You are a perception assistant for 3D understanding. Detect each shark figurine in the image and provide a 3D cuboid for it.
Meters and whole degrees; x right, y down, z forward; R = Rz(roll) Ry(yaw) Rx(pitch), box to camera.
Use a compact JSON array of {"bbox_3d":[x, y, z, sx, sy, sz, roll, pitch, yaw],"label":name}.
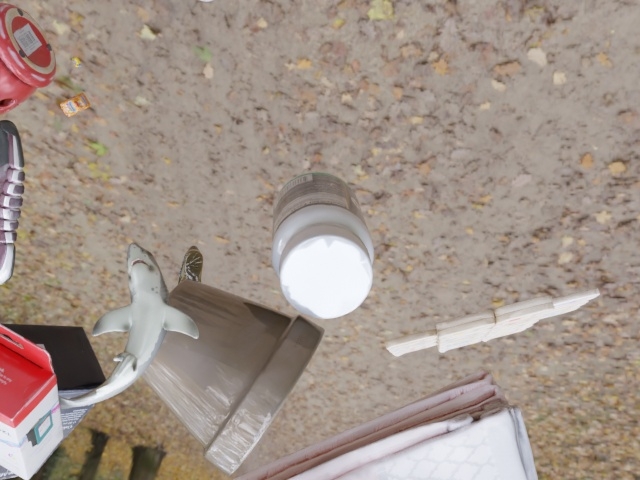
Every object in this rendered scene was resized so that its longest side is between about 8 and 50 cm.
[{"bbox_3d":[-0.285,0.165,0.918,0.166,0.278,0.116,31,172,3],"label":"shark figurine"}]

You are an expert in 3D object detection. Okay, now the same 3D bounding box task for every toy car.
[{"bbox_3d":[-0.526,-0.326,1.286,0.060,0.122,0.040,-16,-164,-26],"label":"toy car"}]

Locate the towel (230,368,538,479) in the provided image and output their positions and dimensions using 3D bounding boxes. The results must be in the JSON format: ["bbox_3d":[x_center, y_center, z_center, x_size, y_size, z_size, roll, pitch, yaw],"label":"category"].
[{"bbox_3d":[0.030,0.293,0.422,0.316,0.053,0.332,-23,107,-6],"label":"towel"}]

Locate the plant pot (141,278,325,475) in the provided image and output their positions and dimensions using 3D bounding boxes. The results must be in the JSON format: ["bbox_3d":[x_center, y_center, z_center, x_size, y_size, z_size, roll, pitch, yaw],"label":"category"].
[{"bbox_3d":[-0.193,0.226,1.154,0.280,0.323,0.323,35,150,0],"label":"plant pot"}]

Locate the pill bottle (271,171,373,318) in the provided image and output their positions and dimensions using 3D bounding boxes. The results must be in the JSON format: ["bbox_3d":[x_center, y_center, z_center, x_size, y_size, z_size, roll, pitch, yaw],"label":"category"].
[{"bbox_3d":[0.000,0.000,1.260,0.204,0.361,0.204,-1,113,-3],"label":"pill bottle"}]

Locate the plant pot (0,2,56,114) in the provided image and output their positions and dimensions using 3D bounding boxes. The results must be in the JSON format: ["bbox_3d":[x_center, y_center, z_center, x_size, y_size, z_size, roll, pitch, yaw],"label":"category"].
[{"bbox_3d":[-0.638,-0.357,1.205,0.174,0.191,0.191,-18,143,12],"label":"plant pot"}]

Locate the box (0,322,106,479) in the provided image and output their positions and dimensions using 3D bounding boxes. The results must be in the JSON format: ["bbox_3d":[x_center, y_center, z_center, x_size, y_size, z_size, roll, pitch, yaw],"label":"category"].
[{"bbox_3d":[-0.673,0.331,1.219,0.312,0.179,0.343,-47,150,17],"label":"box"}]

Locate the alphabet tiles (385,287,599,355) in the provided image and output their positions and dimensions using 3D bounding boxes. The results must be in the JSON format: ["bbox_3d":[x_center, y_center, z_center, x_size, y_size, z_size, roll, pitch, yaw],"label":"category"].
[{"bbox_3d":[0.231,0.122,0.842,0.277,0.021,0.284,-15,164,7],"label":"alphabet tiles"}]

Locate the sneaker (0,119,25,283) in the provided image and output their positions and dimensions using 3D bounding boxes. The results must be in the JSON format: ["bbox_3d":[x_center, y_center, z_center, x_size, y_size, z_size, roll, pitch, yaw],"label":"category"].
[{"bbox_3d":[-0.582,-0.062,0.989,0.162,0.282,0.106,2,-169,-38],"label":"sneaker"}]

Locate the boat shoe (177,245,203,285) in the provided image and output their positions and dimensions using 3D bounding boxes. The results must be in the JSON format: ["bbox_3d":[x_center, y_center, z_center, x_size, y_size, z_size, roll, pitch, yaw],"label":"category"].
[{"bbox_3d":[-0.296,0.083,1.396,0.056,0.049,0.152,13,114,-14],"label":"boat shoe"}]

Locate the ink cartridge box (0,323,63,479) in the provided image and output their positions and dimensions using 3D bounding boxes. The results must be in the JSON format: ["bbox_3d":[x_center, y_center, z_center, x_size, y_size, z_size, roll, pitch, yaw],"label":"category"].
[{"bbox_3d":[-0.417,0.202,0.787,0.134,0.078,0.231,26,135,8],"label":"ink cartridge box"}]
